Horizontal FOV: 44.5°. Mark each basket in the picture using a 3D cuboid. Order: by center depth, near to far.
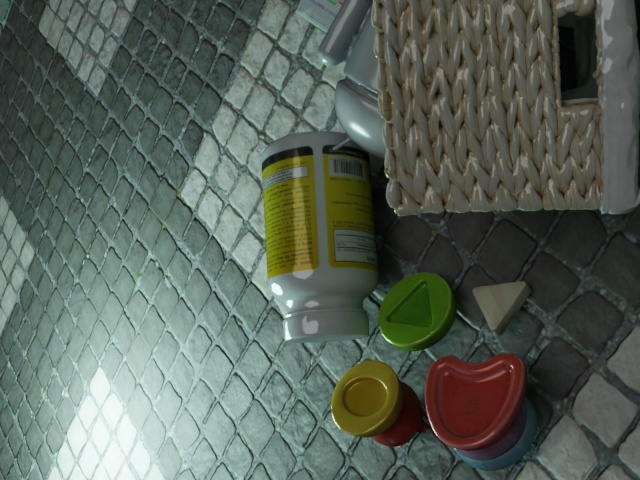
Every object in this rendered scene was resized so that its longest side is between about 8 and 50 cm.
[{"bbox_3d":[0.223,-0.209,0.935,0.267,0.331,0.328,-3,102,16],"label":"basket"}]

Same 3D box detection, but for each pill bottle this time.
[{"bbox_3d":[0.000,0.000,1.321,0.188,0.188,0.333,-15,74,43],"label":"pill bottle"}]

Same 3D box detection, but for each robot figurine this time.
[{"bbox_3d":[0.148,-0.271,1.203,0.300,0.200,0.353,28,107,9],"label":"robot figurine"}]

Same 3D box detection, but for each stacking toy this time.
[{"bbox_3d":[0.198,0.201,1.189,0.309,0.130,0.279,0,58,42],"label":"stacking toy"}]

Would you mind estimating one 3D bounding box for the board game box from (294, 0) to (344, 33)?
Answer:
[{"bbox_3d":[0.107,-0.494,1.374,0.242,0.064,0.316,45,115,39],"label":"board game box"}]
